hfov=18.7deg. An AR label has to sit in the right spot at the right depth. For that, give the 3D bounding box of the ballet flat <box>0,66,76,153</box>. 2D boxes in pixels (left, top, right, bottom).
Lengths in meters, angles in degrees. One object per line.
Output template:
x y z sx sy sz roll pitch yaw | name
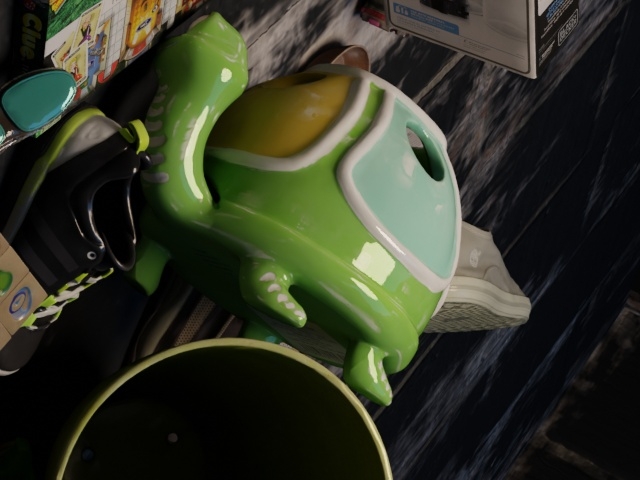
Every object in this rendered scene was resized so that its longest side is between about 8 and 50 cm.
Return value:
-0.215 -0.080 1.299 0.114 0.041 0.041 -40 155 -25 | ballet flat

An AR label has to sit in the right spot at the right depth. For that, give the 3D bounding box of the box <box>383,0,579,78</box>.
0.135 -0.296 1.706 0.087 0.169 0.290 -50 151 -31 | box

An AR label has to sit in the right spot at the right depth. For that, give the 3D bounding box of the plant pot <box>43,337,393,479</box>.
-0.118 0.209 1.622 0.275 0.275 0.293 -59 -164 -9 | plant pot

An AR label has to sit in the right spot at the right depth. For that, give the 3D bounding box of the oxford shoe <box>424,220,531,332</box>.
0.172 0.047 2.474 0.449 0.169 0.130 36 46 -75 | oxford shoe

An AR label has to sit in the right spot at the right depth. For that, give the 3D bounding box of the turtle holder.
-0.031 -0.034 1.581 0.227 0.320 0.243 -61 -166 -16 | turtle holder

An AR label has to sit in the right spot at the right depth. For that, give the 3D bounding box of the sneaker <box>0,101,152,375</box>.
-0.188 0.012 1.420 0.084 0.097 0.234 -29 145 -60 | sneaker

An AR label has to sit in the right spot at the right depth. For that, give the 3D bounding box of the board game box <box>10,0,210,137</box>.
-0.132 -0.189 1.399 0.259 0.030 0.136 -46 155 -44 | board game box

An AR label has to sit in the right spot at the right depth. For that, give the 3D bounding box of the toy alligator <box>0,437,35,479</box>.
-0.261 0.222 1.624 0.051 0.056 0.189 -11 145 -12 | toy alligator

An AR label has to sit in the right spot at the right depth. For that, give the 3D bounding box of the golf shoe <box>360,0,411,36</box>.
0.107 -0.255 1.929 0.186 0.067 0.086 -26 139 -62 | golf shoe

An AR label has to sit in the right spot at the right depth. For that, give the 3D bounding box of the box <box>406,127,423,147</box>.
0.000 0.000 1.956 0.270 0.060 0.216 -34 159 -57 | box

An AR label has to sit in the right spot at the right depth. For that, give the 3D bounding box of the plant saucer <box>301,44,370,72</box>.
-0.007 -0.117 1.876 0.168 0.029 0.168 -54 161 -29 | plant saucer

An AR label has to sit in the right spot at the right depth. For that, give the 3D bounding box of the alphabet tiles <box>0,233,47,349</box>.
-0.294 0.080 1.292 0.237 0.009 0.198 -49 153 -14 | alphabet tiles

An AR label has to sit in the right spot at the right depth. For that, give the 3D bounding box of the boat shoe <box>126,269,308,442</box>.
-0.082 0.083 1.785 0.132 0.130 0.355 -31 145 -60 | boat shoe
